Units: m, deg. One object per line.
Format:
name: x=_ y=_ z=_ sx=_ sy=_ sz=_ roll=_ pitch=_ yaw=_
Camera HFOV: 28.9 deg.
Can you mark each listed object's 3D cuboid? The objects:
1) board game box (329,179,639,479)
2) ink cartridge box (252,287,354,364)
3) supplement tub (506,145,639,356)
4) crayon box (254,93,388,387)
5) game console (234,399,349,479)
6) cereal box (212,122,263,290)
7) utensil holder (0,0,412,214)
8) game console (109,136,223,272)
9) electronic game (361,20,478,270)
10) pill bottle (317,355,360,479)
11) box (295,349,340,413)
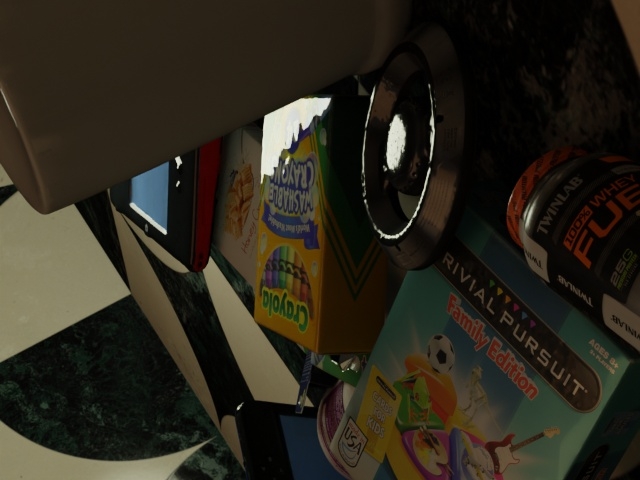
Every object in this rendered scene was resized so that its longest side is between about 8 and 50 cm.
board game box: x=0.155 y=0.153 z=1.156 sx=0.254 sy=0.079 sz=0.336 roll=48 pitch=129 yaw=38
ink cartridge box: x=-0.027 y=0.063 z=1.774 sx=0.208 sy=0.087 sz=0.153 roll=44 pitch=155 yaw=47
supplement tub: x=0.230 y=0.009 z=0.911 sx=0.190 sy=0.117 sz=0.117 roll=41 pitch=154 yaw=47
crayon box: x=0.000 y=0.000 z=1.377 sx=0.203 sy=0.083 sz=0.323 roll=-165 pitch=76 yaw=-67
game console: x=0.063 y=0.309 z=1.671 sx=0.173 sy=0.293 sz=0.250 roll=-41 pitch=51 yaw=37
cereal box: x=-0.080 y=-0.040 z=1.694 sx=0.240 sy=0.047 sz=0.173 roll=42 pitch=119 yaw=46
utensil holder: x=-0.159 y=-0.240 z=1.186 sx=0.327 sy=0.385 sz=0.327 roll=51 pitch=159 yaw=28
game console: x=-0.240 y=-0.166 z=1.843 sx=0.386 sy=0.060 sz=0.342 roll=33 pitch=119 yaw=59
electronic game: x=0.090 y=-0.086 z=1.142 sx=0.229 sy=0.048 sz=0.229 roll=-176 pitch=90 yaw=-73
pill bottle: x=0.099 y=0.197 z=1.482 sx=0.169 sy=0.169 sz=0.301 roll=58 pitch=163 yaw=11
box: x=0.009 y=0.111 z=1.573 sx=0.136 sy=0.036 sz=0.225 roll=123 pitch=160 yaw=-81
